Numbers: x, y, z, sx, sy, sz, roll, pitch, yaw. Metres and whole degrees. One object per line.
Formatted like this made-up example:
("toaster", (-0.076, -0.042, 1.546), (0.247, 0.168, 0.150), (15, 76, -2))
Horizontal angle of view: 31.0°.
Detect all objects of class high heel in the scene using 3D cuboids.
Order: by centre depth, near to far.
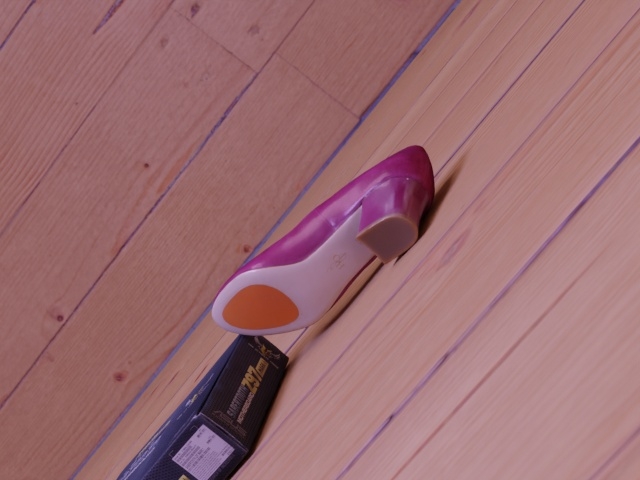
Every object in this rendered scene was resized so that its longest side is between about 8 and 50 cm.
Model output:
("high heel", (0.000, 0.000, 1.047), (0.244, 0.082, 0.117), (-36, 23, 34))

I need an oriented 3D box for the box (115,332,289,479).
("box", (-0.132, 0.206, 1.061), (0.232, 0.059, 0.183), (-49, 5, 22))
